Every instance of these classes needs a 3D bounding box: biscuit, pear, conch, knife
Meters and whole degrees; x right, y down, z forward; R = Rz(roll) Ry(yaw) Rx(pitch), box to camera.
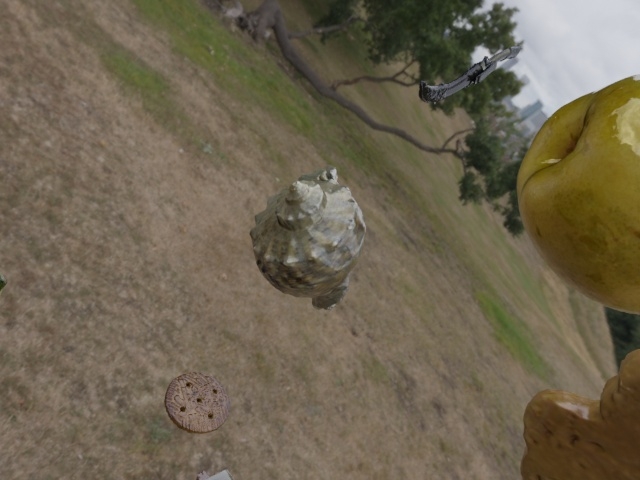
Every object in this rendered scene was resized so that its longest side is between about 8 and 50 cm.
[{"bbox_3d":[-0.339,0.448,1.439,0.188,0.027,0.187,23,34,-16],"label":"biscuit"},{"bbox_3d":[0.318,0.239,0.467,0.051,0.269,0.375,-46,126,-39],"label":"biscuit"},{"bbox_3d":[0.410,-0.053,0.642,0.314,0.314,0.314,40,26,-24],"label":"pear"},{"bbox_3d":[0.000,0.000,0.556,0.155,0.130,0.207,-62,151,-27],"label":"conch"},{"bbox_3d":[0.212,-0.229,0.719,0.222,0.045,0.021,-28,55,-29],"label":"knife"}]

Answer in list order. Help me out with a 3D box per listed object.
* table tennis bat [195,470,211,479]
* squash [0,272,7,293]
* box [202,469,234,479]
[{"bbox_3d":[-0.170,0.400,0.788,0.108,0.169,0.119,33,19,23],"label":"table tennis bat"},{"bbox_3d":[-0.445,0.055,0.667,0.094,0.224,0.094,6,81,-40],"label":"squash"},{"bbox_3d":[-0.161,0.313,0.413,0.067,0.243,0.155,20,-54,65],"label":"box"}]
